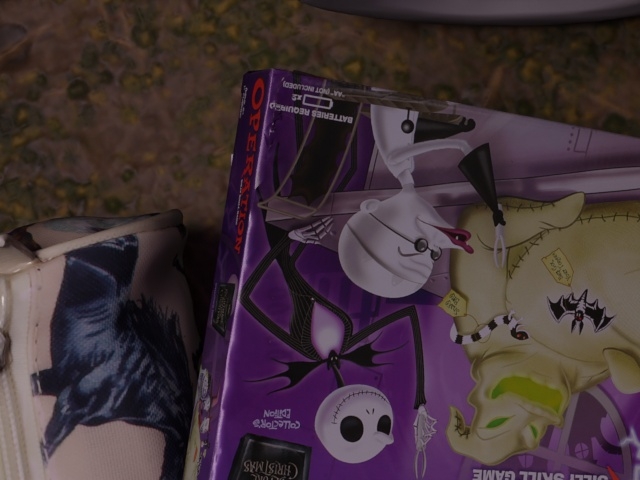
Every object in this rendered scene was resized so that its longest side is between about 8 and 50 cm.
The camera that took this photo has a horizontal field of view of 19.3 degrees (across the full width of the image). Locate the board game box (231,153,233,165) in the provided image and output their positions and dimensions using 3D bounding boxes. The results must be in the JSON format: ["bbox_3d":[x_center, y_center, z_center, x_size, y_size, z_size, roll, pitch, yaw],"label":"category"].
[{"bbox_3d":[0.000,0.000,0.958,0.090,0.020,0.090,-1,87,6],"label":"board game box"}]

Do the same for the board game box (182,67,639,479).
[{"bbox_3d":[0.118,0.053,0.858,0.347,0.056,0.208,9,92,-19],"label":"board game box"}]

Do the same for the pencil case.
[{"bbox_3d":[-0.102,0.192,0.878,0.160,0.183,0.410,-13,86,23],"label":"pencil case"}]

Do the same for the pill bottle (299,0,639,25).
[{"bbox_3d":[0.086,-0.315,0.859,0.229,0.229,0.408,-1,87,6],"label":"pill bottle"}]
